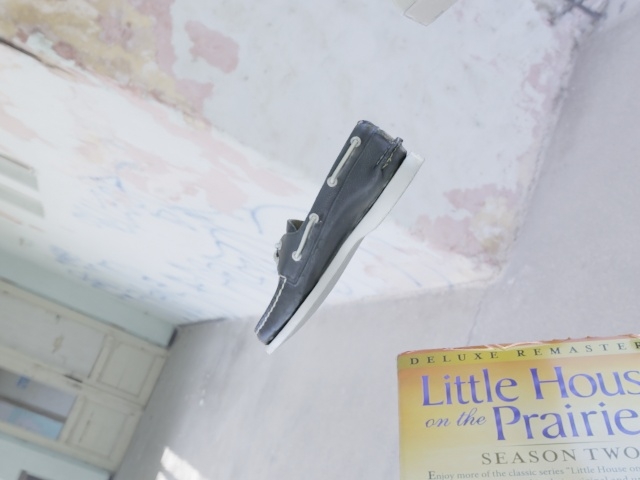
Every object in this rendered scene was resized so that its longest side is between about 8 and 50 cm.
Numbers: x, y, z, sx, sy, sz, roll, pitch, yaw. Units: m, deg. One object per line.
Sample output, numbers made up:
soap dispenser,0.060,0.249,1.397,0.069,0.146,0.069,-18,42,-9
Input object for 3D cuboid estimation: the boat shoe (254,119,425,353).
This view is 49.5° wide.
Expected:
boat shoe,0.000,0.000,0.814,0.303,0.091,0.114,-54,-4,14

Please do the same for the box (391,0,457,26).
box,0.115,-0.437,0.968,0.127,0.232,0.148,-37,-5,24

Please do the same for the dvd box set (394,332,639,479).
dvd box set,0.195,0.221,0.369,0.420,0.307,0.062,-85,-14,-52
